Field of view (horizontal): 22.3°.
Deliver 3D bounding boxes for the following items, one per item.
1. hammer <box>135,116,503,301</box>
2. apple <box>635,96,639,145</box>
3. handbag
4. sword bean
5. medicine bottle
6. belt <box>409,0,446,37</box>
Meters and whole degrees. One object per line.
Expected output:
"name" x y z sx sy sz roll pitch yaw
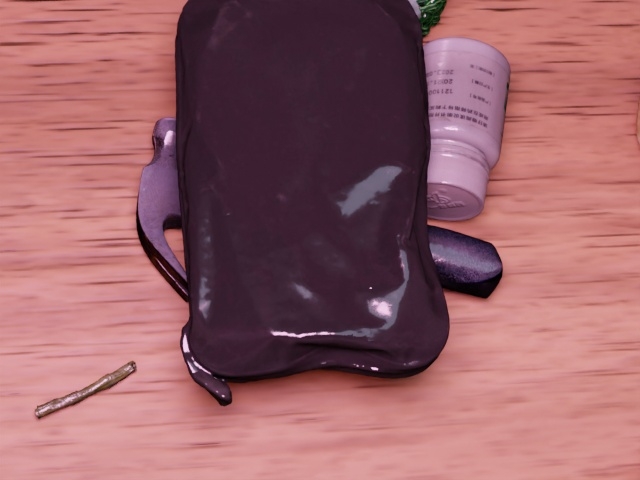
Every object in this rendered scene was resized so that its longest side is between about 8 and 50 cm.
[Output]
"hammer" 0.000 0.000 1.243 0.290 0.037 0.137 13 65 -4
"apple" 0.388 -0.061 1.192 0.314 0.309 0.252 29 64 1
"handbag" -0.010 -0.040 1.196 0.192 0.075 0.332 -1 68 -6
"sword bean" -0.169 0.109 1.180 0.083 0.012 0.012 -25 73 -21
"medicine bottle" 0.104 -0.087 1.276 0.080 0.080 0.130 12 66 -5
"belt" 0.044 -0.217 1.323 0.121 0.079 0.151 43 67 9
